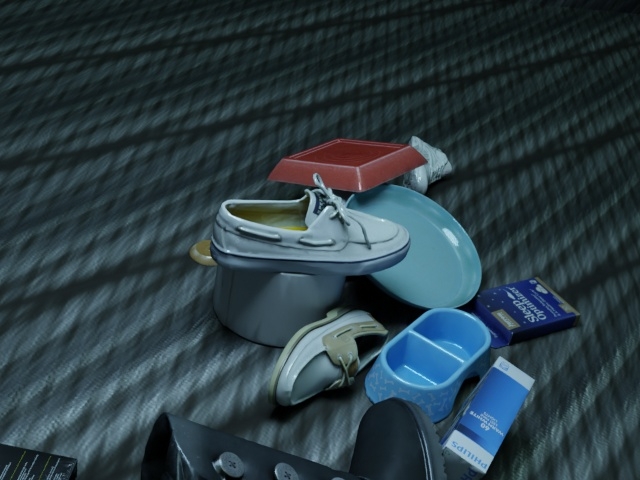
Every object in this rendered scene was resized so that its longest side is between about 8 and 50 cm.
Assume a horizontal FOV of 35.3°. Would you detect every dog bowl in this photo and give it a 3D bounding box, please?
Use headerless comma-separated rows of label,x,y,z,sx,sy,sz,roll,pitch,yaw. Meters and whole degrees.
dog bowl,0.205,0.217,1.827,0.166,0.074,0.297,29,36,25

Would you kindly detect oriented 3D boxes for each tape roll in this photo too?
tape roll,-0.073,0.060,1.889,0.246,0.169,0.246,8,34,-5

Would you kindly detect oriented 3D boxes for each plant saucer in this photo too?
plant saucer,0.178,0.019,2.028,0.318,0.043,0.317,18,44,-19
plant saucer,0.058,-0.171,2.176,0.258,0.047,0.259,10,24,37
plant saucer,-0.224,0.022,2.040,0.083,0.015,0.083,8,33,-5

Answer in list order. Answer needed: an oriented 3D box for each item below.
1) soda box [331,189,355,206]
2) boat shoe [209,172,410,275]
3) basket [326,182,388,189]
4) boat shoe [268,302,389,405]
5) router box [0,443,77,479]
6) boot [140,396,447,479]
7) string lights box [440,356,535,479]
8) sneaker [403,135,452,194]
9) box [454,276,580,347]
soda box,0.096,-0.023,2.099,0.216,0.069,0.074,46,42,12
boat shoe,-0.006,-0.038,1.759,0.367,0.156,0.136,2,35,-15
basket,0.085,-0.086,2.216,0.113,0.103,0.167,-21,44,-41
boat shoe,0.020,0.202,1.756,0.103,0.113,0.302,20,33,23
router box,-0.435,0.372,1.421,0.133,0.046,0.179,12,33,1
boot,-0.038,0.327,1.422,0.445,0.146,0.367,15,31,-22
string lights box,0.250,0.316,1.629,0.077,0.133,0.260,35,37,9
sneaker,0.263,-0.177,2.427,0.115,0.090,0.232,14,34,-3
box,0.398,0.144,2.033,0.225,0.036,0.136,-12,40,-30
